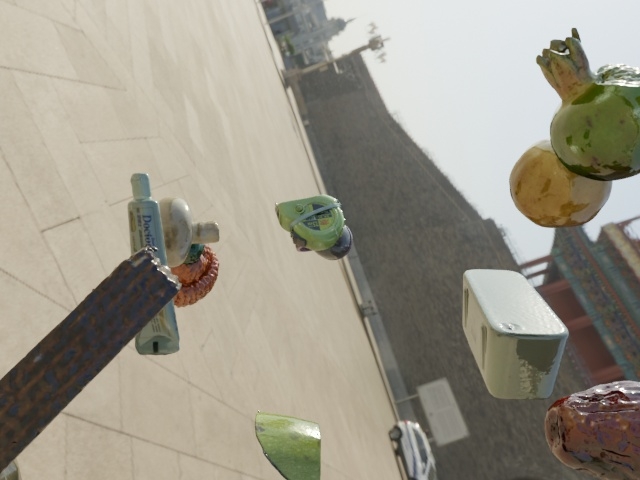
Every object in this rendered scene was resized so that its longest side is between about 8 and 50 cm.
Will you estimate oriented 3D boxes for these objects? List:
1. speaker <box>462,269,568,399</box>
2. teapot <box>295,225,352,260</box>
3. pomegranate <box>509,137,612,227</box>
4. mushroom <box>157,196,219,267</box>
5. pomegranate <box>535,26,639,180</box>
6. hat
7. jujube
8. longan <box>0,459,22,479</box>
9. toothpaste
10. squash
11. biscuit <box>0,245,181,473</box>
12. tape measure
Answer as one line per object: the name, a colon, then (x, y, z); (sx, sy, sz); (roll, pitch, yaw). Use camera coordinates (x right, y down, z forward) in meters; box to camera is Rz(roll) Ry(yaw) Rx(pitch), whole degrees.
speaker: (0.485, 0.232, 1.372); (0.406, 0.183, 0.184); (-79, 169, -71)
teapot: (0.004, -0.009, 1.493); (0.146, 0.148, 0.116); (17, 87, -66)
pomegranate: (0.554, -0.130, 1.211); (0.233, 0.233, 0.233); (-20, 90, -86)
mushroom: (-0.417, -0.036, 1.530); (0.206, 0.209, 0.206); (33, -39, 33)
pomegranate: (0.523, -0.252, 0.987); (0.302, 0.236, 0.236); (37, 10, -9)
hat: (-0.519, 0.052, 1.950); (0.400, 0.285, 0.285); (105, -26, -50)
jujube: (0.600, 0.376, 1.029); (0.197, 0.290, 0.197); (-179, -90, -88)
longan: (-0.644, 0.369, 0.659); (0.404, 0.436, 0.404); (43, -15, 15)
toothpaste: (-0.239, 0.035, 0.725); (0.037, 0.067, 0.255); (-37, 123, -80)
squash: (-0.051, 0.419, 1.108); (0.184, 0.085, 0.192); (45, 8, -20)
biscuit: (-0.309, 0.162, 0.583); (0.073, 0.388, 0.107); (45, -10, -10)
tape measure: (-0.014, -0.047, 1.380); (0.087, 0.177, 0.154); (97, -25, -59)
